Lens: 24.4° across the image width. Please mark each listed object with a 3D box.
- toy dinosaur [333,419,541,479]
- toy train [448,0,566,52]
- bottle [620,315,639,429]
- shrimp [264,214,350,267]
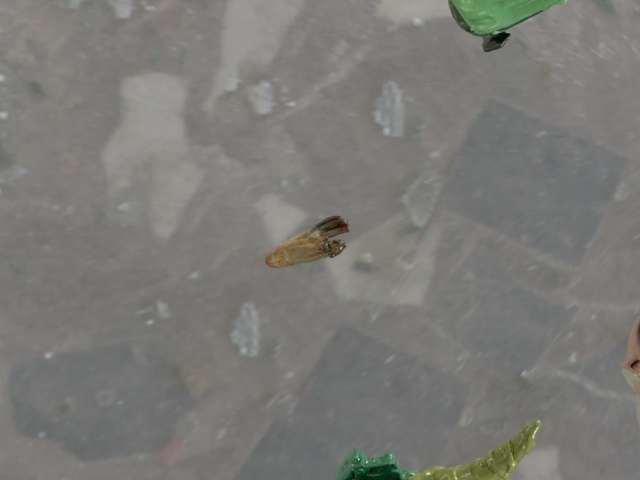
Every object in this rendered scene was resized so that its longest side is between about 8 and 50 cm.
[{"bbox_3d":[0.072,0.216,1.155,0.153,0.094,0.259,18,125,-21],"label":"toy dinosaur"},{"bbox_3d":[0.087,-0.149,0.585,0.099,0.149,0.081,-23,120,37],"label":"toy train"},{"bbox_3d":[0.372,0.138,1.453,0.147,0.236,0.147,-14,50,17],"label":"bottle"},{"bbox_3d":[0.000,0.000,1.394,0.091,0.127,0.025,-29,103,-27],"label":"shrimp"}]
